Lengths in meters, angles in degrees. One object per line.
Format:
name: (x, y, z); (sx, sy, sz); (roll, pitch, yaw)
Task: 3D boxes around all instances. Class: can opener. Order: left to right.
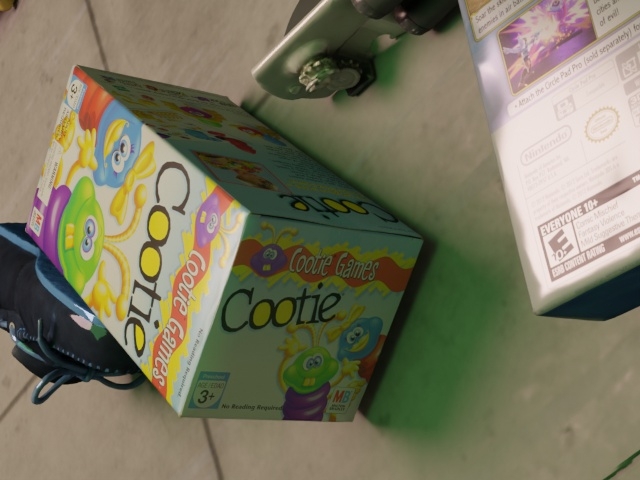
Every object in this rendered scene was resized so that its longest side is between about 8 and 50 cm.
can opener: (0.050, -0.181, 0.856); (0.280, 0.074, 0.093); (-35, 56, 42)

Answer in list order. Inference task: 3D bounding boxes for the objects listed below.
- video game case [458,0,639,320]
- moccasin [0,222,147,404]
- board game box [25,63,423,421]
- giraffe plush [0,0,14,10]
video game case: (0.184, -0.123, 0.600); (0.269, 0.061, 0.244); (-33, 60, 45)
moccasin: (-0.197, 0.068, 1.095); (0.342, 0.137, 0.117); (-155, 73, -65)
board game box: (-0.080, -0.003, 0.915); (0.275, 0.144, 0.142); (39, 114, 49)
giraffe plush: (-0.417, -0.301, 1.398); (0.170, 0.181, 0.210); (54, 142, 28)
